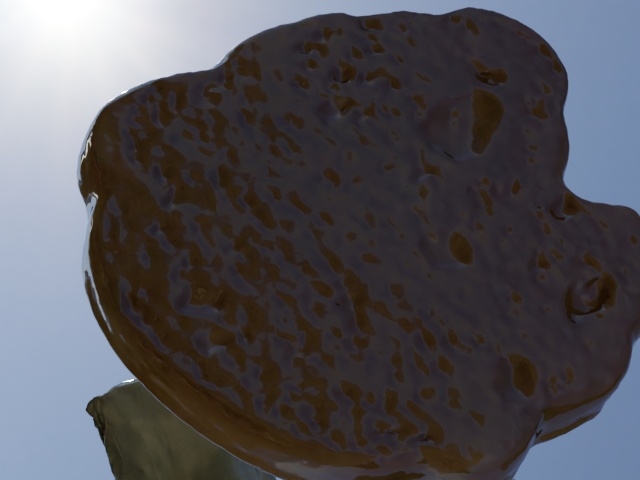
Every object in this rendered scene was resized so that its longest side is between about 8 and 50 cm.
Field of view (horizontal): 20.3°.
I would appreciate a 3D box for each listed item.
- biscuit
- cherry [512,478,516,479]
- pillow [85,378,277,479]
[{"bbox_3d":[0.038,0.000,1.046,0.312,0.351,0.057,50,-31,16],"label":"biscuit"},{"bbox_3d":[0.053,0.299,1.260,0.335,0.291,0.326,-107,-146,-73],"label":"cherry"},{"bbox_3d":[-0.092,0.210,1.430,0.051,0.128,0.229,-137,-153,-84],"label":"pillow"}]
